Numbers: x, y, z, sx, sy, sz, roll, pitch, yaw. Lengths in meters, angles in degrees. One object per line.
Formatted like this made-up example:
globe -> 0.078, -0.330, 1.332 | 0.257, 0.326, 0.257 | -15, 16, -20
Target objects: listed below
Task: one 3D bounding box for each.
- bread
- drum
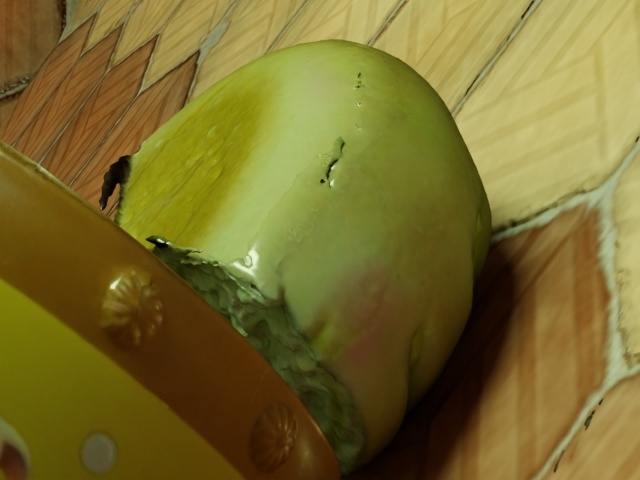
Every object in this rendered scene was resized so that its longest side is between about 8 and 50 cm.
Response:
bread -> 0.006, 0.001, 0.832 | 0.156, 0.158, 0.260 | -36, 21, 18
drum -> -0.218, 0.093, 0.759 | 0.214, 0.431, 0.431 | -59, 18, -21
